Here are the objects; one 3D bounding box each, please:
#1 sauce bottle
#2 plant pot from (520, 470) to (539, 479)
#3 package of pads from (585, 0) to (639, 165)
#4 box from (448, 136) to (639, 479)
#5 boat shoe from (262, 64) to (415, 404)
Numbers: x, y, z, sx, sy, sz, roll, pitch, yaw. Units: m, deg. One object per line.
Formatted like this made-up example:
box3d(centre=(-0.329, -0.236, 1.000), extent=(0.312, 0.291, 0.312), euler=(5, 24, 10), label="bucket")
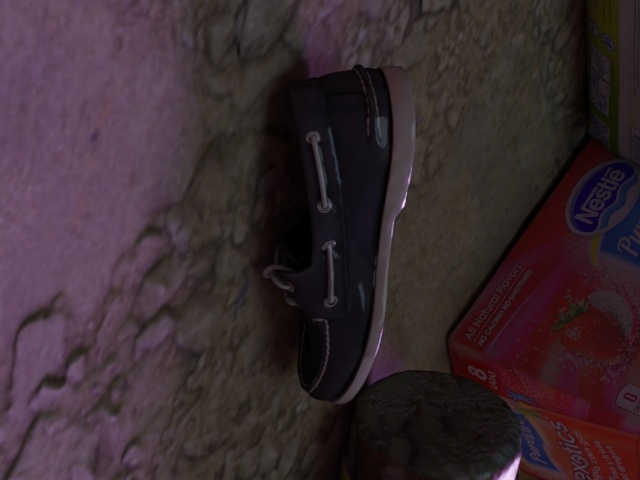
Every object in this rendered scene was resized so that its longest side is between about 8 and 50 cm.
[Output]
box3d(centre=(0.055, 0.249, 1.146), extent=(0.111, 0.111, 0.344), euler=(-36, 140, -46), label="sauce bottle")
box3d(centre=(0.141, 0.253, 1.380), extent=(0.236, 0.032, 0.236), euler=(-34, 136, -42), label="plant pot")
box3d(centre=(0.304, -0.204, 1.183), extent=(0.296, 0.101, 0.229), euler=(-37, 143, -20), label="package of pads")
box3d(centre=(0.232, 0.026, 1.253), extent=(0.300, 0.154, 0.142), euler=(-51, 150, -26), label="box")
box3d(centre=(0.000, 0.000, 0.922), extent=(0.065, 0.075, 0.206), euler=(-1, 128, -15), label="boat shoe")
